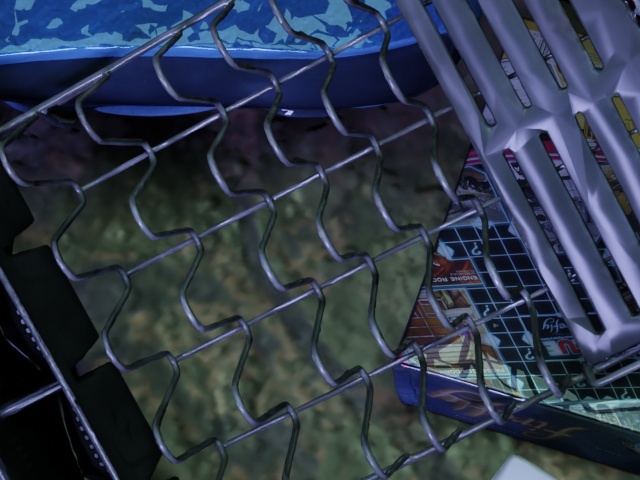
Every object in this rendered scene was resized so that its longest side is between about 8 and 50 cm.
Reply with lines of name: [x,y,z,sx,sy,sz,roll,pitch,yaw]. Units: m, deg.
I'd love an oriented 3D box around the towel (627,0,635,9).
towel: [0.062,-0.147,0.685,0.275,0.199,0.031,15,81,8]

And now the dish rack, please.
dish rack: [0.000,0.000,0.614,0.271,0.074,0.208,-28,95,13]

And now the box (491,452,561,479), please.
box: [0.121,0.179,0.570,0.203,0.114,0.103,30,69,19]

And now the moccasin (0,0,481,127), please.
moccasin: [-0.109,-0.089,0.719,0.342,0.117,0.137,11,71,5]

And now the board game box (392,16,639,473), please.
board game box: [0.168,0.018,0.685,0.243,0.042,0.165,16,66,11]
